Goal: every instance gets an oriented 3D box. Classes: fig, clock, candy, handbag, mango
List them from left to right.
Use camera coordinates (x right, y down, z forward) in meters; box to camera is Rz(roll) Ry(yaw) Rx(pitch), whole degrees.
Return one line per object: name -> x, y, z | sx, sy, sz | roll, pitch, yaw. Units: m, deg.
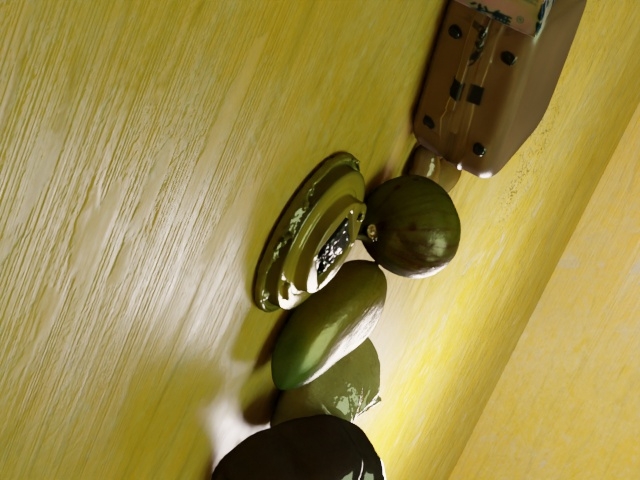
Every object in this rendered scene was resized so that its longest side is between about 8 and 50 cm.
clock -> 0.000, 0.000, 1.886 | 0.237, 0.057, 0.237 | -51, 161, -26
mango -> 0.013, 0.112, 2.055 | 0.237, 0.091, 0.137 | -42, 150, -47
fig -> 0.107, -0.010, 2.062 | 0.186, 0.148, 0.142 | -12, 126, -25
candy -> 0.210, -0.321, 1.781 | 0.092, 0.160, 0.073 | -54, 167, -42
handbag -> 0.265, -0.266, 2.064 | 0.283, 0.149, 0.302 | -41, 154, -42

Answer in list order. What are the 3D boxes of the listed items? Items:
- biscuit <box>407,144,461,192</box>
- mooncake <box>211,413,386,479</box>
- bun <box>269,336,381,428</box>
biscuit -> 0.156, -0.067, 2.250 | 0.164, 0.047, 0.208 | -61, 164, 8
mooncake -> -0.030, 0.353, 2.112 | 0.245, 0.133, 0.245 | -23, 148, -15
bun -> 0.020, 0.239, 2.224 | 0.222, 0.127, 0.222 | -55, 164, -25
